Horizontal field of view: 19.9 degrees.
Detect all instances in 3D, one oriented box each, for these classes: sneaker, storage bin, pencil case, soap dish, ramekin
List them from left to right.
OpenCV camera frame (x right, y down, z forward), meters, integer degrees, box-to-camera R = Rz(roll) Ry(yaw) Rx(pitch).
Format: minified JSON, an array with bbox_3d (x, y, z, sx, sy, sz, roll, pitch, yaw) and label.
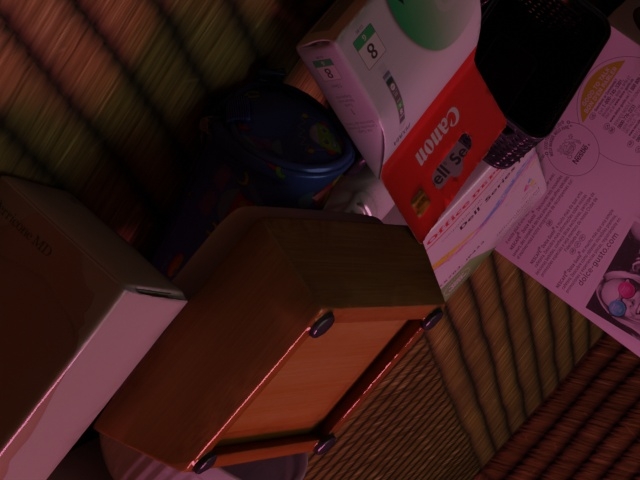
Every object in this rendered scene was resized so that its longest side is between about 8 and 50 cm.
[{"bbox_3d":[-0.124,0.201,1.826,0.109,0.207,0.207,-46,165,23],"label":"ramekin"},{"bbox_3d":[-0.084,-0.003,1.621,0.119,0.133,0.306,-82,-163,-52],"label":"pencil case"},{"bbox_3d":[-0.032,0.086,1.539,0.229,0.118,0.291,-50,159,17],"label":"soap dish"},{"bbox_3d":[0.000,0.000,1.795,0.235,0.095,0.090,-35,129,-21],"label":"sneaker"},{"bbox_3d":[0.196,-0.178,1.843,0.180,0.122,0.084,-56,-174,-30],"label":"storage bin"}]

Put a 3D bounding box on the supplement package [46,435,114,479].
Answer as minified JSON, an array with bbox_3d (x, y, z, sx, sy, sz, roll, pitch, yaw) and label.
[{"bbox_3d":[-0.201,0.316,1.907,0.293,0.177,0.175,-23,149,-53],"label":"supplement package"}]

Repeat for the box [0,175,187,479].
[{"bbox_3d":[-0.262,0.116,1.399,0.311,0.148,0.121,-53,162,7],"label":"box"}]

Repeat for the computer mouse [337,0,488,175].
[{"bbox_3d":[0.093,-0.188,1.782,0.262,0.060,0.184,-52,-177,24],"label":"computer mouse"}]

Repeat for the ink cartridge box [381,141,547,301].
[{"bbox_3d":[0.131,-0.062,2.012,0.207,0.119,0.353,-48,162,-2],"label":"ink cartridge box"}]

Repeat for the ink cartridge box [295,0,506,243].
[{"bbox_3d":[0.093,-0.138,1.600,0.056,0.225,0.181,-5,-142,46],"label":"ink cartridge box"}]

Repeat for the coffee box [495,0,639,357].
[{"bbox_3d":[0.446,-0.099,2.271,0.338,0.334,0.337,-59,170,33],"label":"coffee box"}]
